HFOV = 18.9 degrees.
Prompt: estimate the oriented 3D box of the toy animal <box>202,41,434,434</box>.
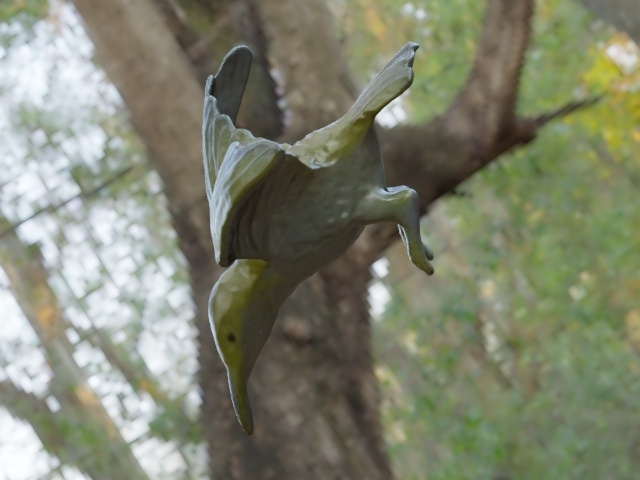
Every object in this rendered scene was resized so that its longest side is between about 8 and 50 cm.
[{"bbox_3d":[0.000,0.000,0.769,0.095,0.155,0.219,-5,7,-3],"label":"toy animal"}]
